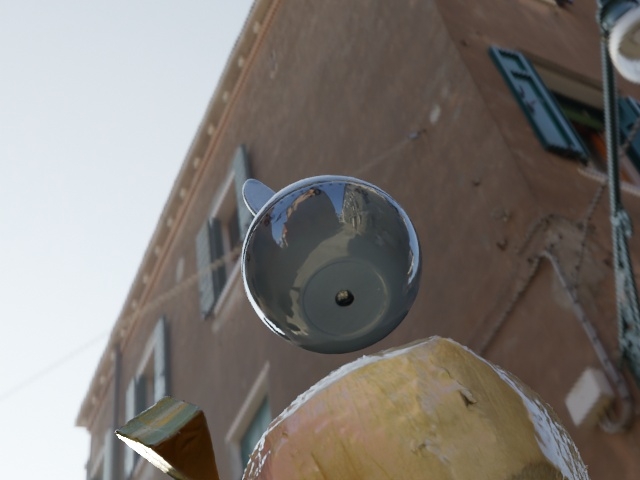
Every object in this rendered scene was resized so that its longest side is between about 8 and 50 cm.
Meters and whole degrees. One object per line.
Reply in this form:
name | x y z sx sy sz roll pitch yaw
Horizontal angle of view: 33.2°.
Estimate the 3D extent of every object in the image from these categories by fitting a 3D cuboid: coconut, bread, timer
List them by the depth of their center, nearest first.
timer | -0.002 0.020 0.989 0.175 0.255 0.175 0 -89 -14
coconut | 0.098 0.284 1.204 0.405 0.404 0.404 -4 -53 -6
bread | -0.173 0.265 1.255 0.084 0.074 0.139 -34 -55 -41
